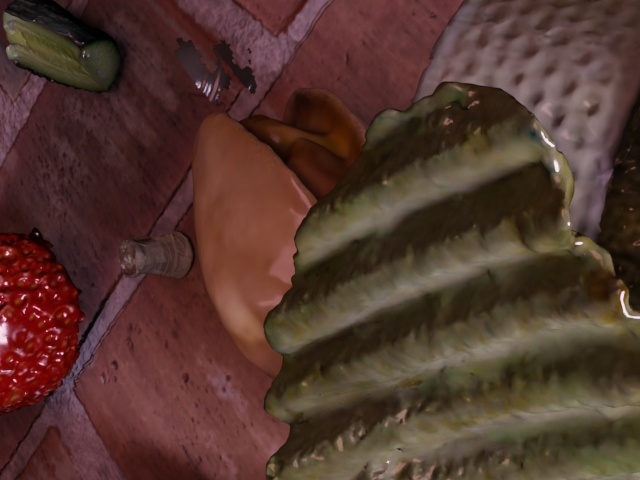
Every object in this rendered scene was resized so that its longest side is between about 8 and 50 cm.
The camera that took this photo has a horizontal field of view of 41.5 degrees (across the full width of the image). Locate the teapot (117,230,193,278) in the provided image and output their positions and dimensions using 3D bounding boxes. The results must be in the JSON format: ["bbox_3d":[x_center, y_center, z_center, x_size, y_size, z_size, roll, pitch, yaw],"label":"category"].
[{"bbox_3d":[-0.198,0.017,0.979,0.067,0.083,0.057,38,115,28],"label":"teapot"}]

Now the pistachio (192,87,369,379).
[{"bbox_3d":[0.000,0.000,0.756,0.321,0.229,0.238,59,153,31],"label":"pistachio"}]

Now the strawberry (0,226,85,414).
[{"bbox_3d":[-0.446,0.117,1.062,0.261,0.258,0.260,2,93,44],"label":"strawberry"}]

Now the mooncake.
[{"bbox_3d":[0.058,-0.164,0.728,0.347,0.057,0.150,-20,62,-5],"label":"mooncake"}]

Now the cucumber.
[{"bbox_3d":[-0.337,-0.260,1.091,0.193,0.086,0.115,30,150,31],"label":"cucumber"}]

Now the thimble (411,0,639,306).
[{"bbox_3d":[0.189,-0.060,0.589,0.150,0.271,0.270,21,101,37],"label":"thimble"}]

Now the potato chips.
[{"bbox_3d":[0.106,0.129,0.512,0.373,0.097,0.389,41,129,13],"label":"potato chips"}]
